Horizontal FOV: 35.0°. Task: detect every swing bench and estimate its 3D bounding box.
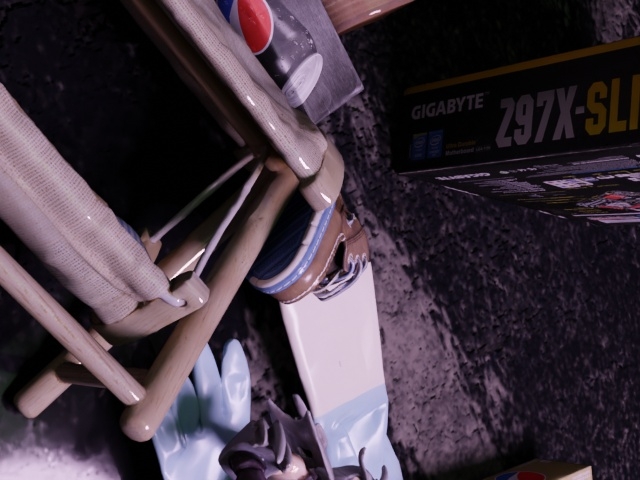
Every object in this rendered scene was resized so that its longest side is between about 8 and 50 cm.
[{"bbox_3d":[-0.133,-0.073,0.557,0.253,0.165,0.255,50,60,-23],"label":"swing bench"}]

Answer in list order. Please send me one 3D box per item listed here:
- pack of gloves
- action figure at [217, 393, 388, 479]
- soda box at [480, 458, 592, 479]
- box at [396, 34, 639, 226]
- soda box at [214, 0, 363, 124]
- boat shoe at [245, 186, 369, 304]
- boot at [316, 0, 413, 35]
[{"bbox_3d":[-0.029,0.151,0.707,0.195,0.046,0.232,-23,110,-37],"label":"pack of gloves"},{"bbox_3d":[-0.054,0.211,0.604,0.285,0.099,0.185,-28,107,-38],"label":"action figure"},{"bbox_3d":[0.143,0.223,0.796,0.181,0.058,0.061,-6,92,-44],"label":"soda box"},{"bbox_3d":[0.254,-0.071,0.746,0.257,0.322,0.079,9,83,-35],"label":"box"},{"bbox_3d":[-0.039,-0.161,0.701,0.060,0.053,0.169,-39,109,-32],"label":"soda box"},{"bbox_3d":[0.000,0.000,0.655,0.066,0.066,0.183,50,19,-14],"label":"boat shoe"},{"bbox_3d":[0.063,-0.295,0.768,0.283,0.109,0.220,-27,99,-28],"label":"boot"}]
